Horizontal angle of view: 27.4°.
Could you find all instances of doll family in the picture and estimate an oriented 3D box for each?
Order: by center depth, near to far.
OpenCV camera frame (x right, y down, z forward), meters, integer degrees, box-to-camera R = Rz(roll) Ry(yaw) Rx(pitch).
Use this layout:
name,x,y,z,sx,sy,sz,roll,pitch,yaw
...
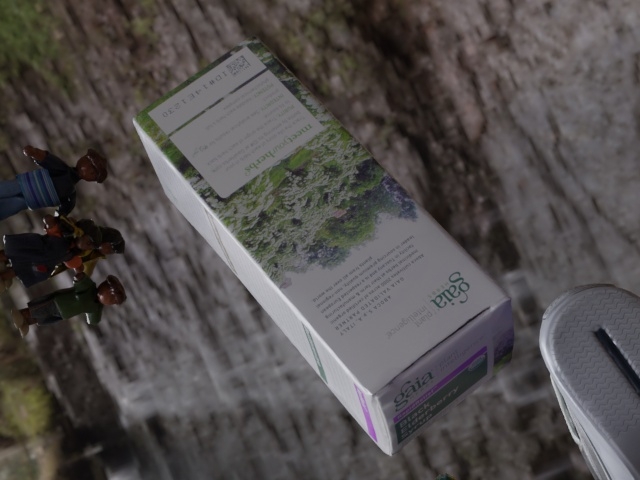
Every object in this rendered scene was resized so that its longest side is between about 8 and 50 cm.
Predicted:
name,x,y,z,sx,sy,sz,roll,pitch,yaw
doll family,-0.208,0.000,1.042,0.193,0.111,0.076,84,168,-61

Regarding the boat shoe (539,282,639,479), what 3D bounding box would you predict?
name,x,y,z,sx,sy,sz,roll,pitch,yaw
boat shoe,0.264,0.178,0.900,0.335,0.121,0.119,63,-175,12

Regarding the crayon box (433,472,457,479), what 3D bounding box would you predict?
name,x,y,z,sx,sy,sz,roll,pitch,yaw
crayon box,0.180,0.337,0.808,0.313,0.106,0.363,49,177,34

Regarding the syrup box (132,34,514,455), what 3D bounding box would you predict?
name,x,y,z,sx,sy,sz,roll,pitch,yaw
syrup box,0.000,0.000,0.760,0.237,0.093,0.096,48,167,26
